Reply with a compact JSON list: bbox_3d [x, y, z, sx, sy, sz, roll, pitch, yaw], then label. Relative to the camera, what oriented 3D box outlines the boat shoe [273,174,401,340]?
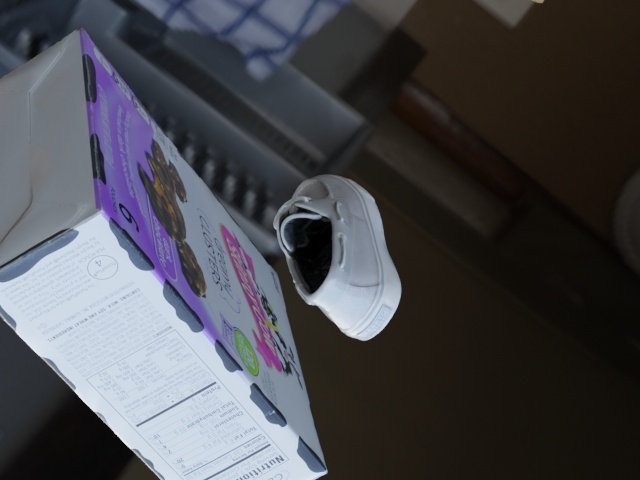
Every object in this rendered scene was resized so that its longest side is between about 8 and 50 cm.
[{"bbox_3d":[0.000,0.000,0.911,0.066,0.063,0.184,-47,-152,21],"label":"boat shoe"}]

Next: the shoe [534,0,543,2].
[{"bbox_3d":[0.233,-0.322,1.454,0.219,0.058,0.076,95,12,-72],"label":"shoe"}]

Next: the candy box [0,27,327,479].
[{"bbox_3d":[-0.084,0.020,0.663,0.070,0.196,0.165,-30,-143,9],"label":"candy box"}]
